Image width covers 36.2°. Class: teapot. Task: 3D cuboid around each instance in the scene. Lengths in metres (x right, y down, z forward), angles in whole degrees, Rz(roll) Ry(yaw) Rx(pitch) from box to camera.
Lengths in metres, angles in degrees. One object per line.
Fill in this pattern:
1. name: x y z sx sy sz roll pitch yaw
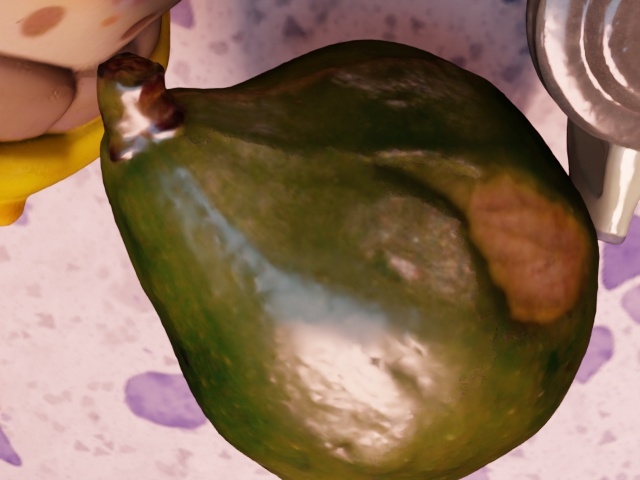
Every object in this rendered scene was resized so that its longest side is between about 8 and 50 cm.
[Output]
1. teapot: 0.146 -0.090 0.419 0.111 0.108 0.149 -18 118 14

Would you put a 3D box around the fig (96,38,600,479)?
1. fig: 0.000 0.000 0.404 0.245 0.195 0.195 24 127 -32

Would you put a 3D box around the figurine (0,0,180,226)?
1. figurine: -0.086 -0.145 0.367 0.343 0.215 0.187 -32 77 22
